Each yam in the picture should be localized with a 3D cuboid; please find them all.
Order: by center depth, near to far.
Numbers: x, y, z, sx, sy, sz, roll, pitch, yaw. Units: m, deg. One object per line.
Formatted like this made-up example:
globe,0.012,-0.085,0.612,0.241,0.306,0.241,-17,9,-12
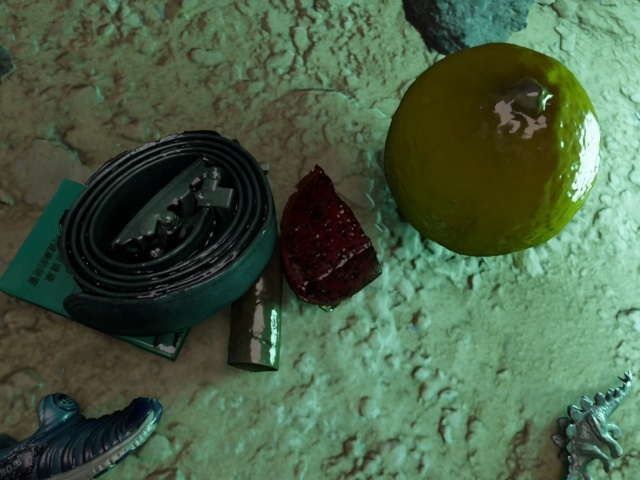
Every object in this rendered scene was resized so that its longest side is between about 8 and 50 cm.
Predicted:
yam,-0.080,0.079,0.691,0.068,0.068,0.170,6,70,-9

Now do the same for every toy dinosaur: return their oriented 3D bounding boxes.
toy dinosaur,0.368,0.245,0.729,0.082,0.039,0.209,43,68,8

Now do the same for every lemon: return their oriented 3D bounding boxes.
lemon,0.215,-0.113,0.709,0.292,0.293,0.293,4,69,-9

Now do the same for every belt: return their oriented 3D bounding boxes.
belt,-0.173,-0.003,0.629,0.267,0.116,0.206,-39,67,-20

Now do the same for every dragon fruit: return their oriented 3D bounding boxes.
dragon fruit,0.000,0.001,0.722,0.127,0.120,0.161,-27,66,-5

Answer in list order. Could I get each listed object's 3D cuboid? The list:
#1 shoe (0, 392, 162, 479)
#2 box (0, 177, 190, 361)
shoe,-0.274,0.215,0.588,0.207,0.091,0.106,-19,80,-13
box,-0.253,0.035,0.687,0.226,0.042,0.161,22,68,-2
